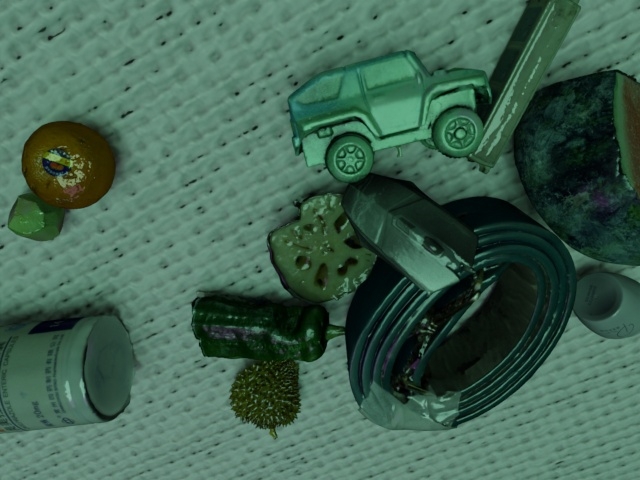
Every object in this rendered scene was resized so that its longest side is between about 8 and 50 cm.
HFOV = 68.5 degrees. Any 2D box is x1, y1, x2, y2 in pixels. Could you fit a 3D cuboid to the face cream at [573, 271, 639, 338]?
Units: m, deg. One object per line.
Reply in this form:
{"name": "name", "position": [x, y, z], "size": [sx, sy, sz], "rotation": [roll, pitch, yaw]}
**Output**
{"name": "face cream", "position": [0.516, 0.114, 0.838], "size": [0.104, 0.117, 0.117], "rotation": [22, 114, -30]}

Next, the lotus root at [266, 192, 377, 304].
{"name": "lotus root", "position": [0.001, 0.004, 0.809], "size": [0.184, 0.078, 0.203], "rotation": [-16, 118, -6]}

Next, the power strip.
{"name": "power strip", "position": [0.286, -0.233, 0.699], "size": [0.052, 0.078, 0.272], "rotation": [18, 113, -9]}

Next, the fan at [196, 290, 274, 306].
{"name": "fan", "position": [-0.133, 0.158, 0.912], "size": [0.240, 0.009, 0.131], "rotation": [22, 113, -11]}

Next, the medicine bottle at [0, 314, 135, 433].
{"name": "medicine bottle", "position": [-0.535, 0.245, 0.849], "size": [0.333, 0.190, 0.189], "rotation": [-7, 115, 2]}

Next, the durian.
{"name": "durian", "position": [-0.110, 0.336, 0.948], "size": [0.147, 0.102, 0.208], "rotation": [-4, 119, -5]}

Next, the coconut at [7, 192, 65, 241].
{"name": "coconut", "position": [-0.469, -0.041, 0.780], "size": [0.083, 0.081, 0.082], "rotation": [19, 84, 8]}

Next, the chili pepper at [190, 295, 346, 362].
{"name": "chili pepper", "position": [-0.089, 0.164, 0.856], "size": [0.271, 0.099, 0.136], "rotation": [-1, 108, 6]}

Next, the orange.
{"name": "orange", "position": [-0.386, -0.116, 0.726], "size": [0.136, 0.117, 0.135], "rotation": [-2, 97, -14]}

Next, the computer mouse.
{"name": "computer mouse", "position": [0.123, -0.019, 0.684], "size": [0.231, 0.071, 0.126], "rotation": [42, 94, 22]}

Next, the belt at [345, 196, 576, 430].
{"name": "belt", "position": [0.226, 0.136, 0.817], "size": [0.300, 0.173, 0.436], "rotation": [32, 110, -13]}

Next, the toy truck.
{"name": "toy truck", "position": [0.095, -0.182, 0.682], "size": [0.279, 0.155, 0.156], "rotation": [-13, 106, 6]}

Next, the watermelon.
{"name": "watermelon", "position": [0.437, -0.112, 0.683], "size": [0.226, 0.148, 0.318], "rotation": [-33, 88, -14]}
